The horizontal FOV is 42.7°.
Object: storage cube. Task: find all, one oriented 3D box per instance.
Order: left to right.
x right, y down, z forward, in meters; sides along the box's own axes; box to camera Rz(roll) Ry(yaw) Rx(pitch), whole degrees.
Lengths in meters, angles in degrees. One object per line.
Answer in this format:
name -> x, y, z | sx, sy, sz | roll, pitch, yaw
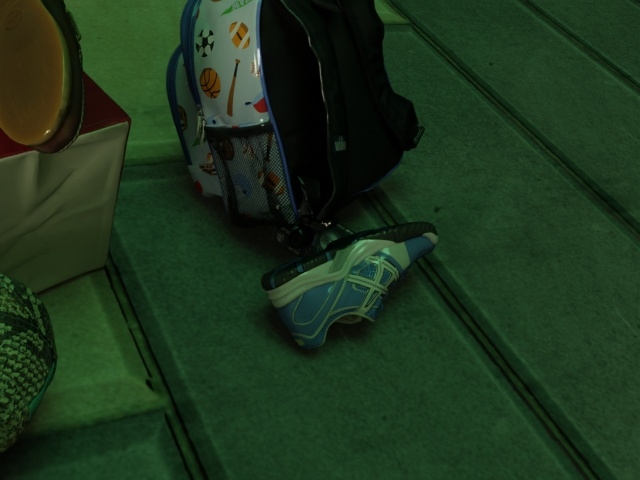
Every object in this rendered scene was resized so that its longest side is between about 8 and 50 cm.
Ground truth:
storage cube -> -0.303, -0.068, 0.704 | 0.193, 0.215, 0.184 | 43, 44, 21

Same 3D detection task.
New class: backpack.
backpack -> -0.033, -0.166, 0.873 | 0.213, 0.263, 0.276 | 7, 30, 27

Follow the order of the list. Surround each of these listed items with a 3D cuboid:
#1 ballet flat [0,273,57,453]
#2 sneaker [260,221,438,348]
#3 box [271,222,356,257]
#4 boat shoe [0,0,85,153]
ballet flat -> -0.419, 0.071, 0.511 | 0.483, 0.163, 0.182 | 8, 19, -15
sneaker -> 0.037, 0.037, 0.809 | 0.211, 0.080, 0.081 | -23, 95, -33
box -> 0.000, 0.000, 0.883 | 0.083, 0.018, 0.067 | 33, 40, 19
boat shoe -> -0.215, -0.149, 0.629 | 0.073, 0.073, 0.206 | 37, 29, -61
